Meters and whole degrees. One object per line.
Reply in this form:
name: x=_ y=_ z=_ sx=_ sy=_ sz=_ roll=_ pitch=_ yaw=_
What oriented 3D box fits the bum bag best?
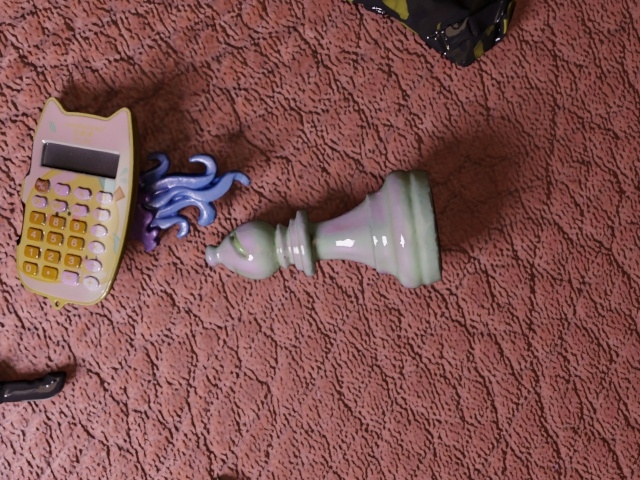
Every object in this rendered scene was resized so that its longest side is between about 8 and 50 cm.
bum bag: x=0.117 y=-0.293 z=1.457 sx=0.233 sy=0.060 sz=0.106 roll=26 pitch=82 yaw=-10

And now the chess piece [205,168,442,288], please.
chess piece: x=0.000 y=0.000 z=1.427 sx=0.272 sy=0.139 sz=0.139 roll=-8 pitch=93 yaw=2

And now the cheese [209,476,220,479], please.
cheese: x=-0.131 y=0.329 z=1.448 sx=0.060 sy=0.041 sz=0.084 roll=-21 pitch=93 yaw=-9

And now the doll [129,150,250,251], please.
doll: x=-0.182 y=-0.050 z=1.417 sx=0.206 sy=0.067 sz=0.110 roll=-18 pitch=98 yaw=2

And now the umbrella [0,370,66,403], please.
umbrella: x=-0.414 y=0.174 z=1.391 sx=0.248 sy=0.071 sz=0.070 roll=0 pitch=92 yaw=-7

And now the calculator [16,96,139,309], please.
calculator: x=-0.274 y=-0.038 z=1.388 sx=0.157 sy=0.033 sz=0.236 roll=12 pitch=91 yaw=27
